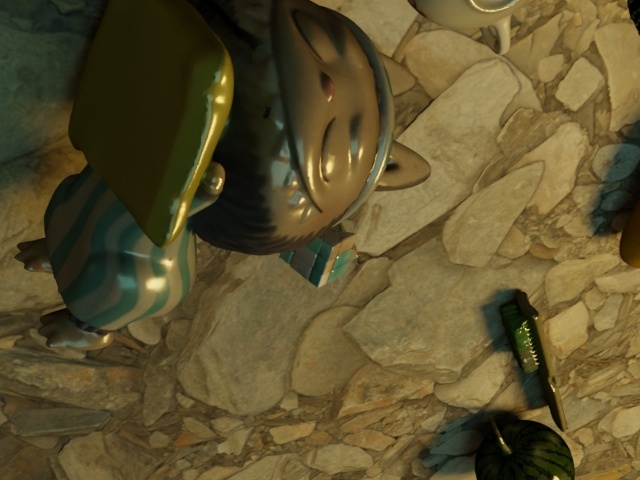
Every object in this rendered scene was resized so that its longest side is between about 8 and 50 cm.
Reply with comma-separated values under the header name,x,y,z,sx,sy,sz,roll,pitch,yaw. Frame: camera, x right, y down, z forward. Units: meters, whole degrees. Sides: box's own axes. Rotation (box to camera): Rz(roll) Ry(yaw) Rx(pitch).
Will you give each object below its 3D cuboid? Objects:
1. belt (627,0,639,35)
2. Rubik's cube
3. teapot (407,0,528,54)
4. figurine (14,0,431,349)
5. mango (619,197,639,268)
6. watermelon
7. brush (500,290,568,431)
name,x,y,z,sx,sy,sz,roll,pitch,yaw
belt,0.412,-0.274,1.238,0.150,0.257,0.207,-12,99,-14
Rubik's cube,0.002,0.000,1.400,0.073,0.084,0.075,-25,161,-44
teapot,0.155,-0.269,1.222,0.159,0.116,0.245,-32,143,-14
figurine,-0.043,-0.054,1.198,0.378,0.266,0.361,10,129,-33
mango,0.465,-0.058,1.558,0.138,0.113,0.253,17,127,-42
watermelon,0.281,0.317,1.781,0.141,0.140,0.187,-38,135,9
brush,0.296,0.174,1.720,0.048,0.054,0.282,-22,136,5
